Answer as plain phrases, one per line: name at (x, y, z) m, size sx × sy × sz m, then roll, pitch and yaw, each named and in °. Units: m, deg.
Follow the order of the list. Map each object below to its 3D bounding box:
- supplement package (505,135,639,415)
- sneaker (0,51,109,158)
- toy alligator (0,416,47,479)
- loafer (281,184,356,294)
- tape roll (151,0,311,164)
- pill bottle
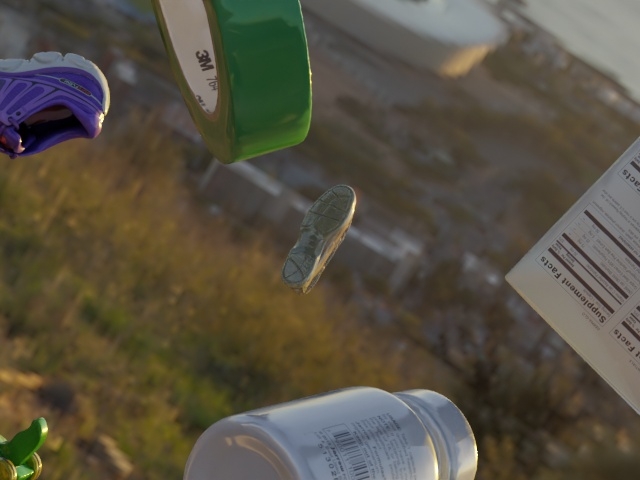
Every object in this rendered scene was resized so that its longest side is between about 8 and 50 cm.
supplement package at (0.341, 0.014, 1.691) m, size 0.198 × 0.263 × 0.199 m, roll 46°, pitch 10°, yaw 19°
sneaker at (-0.234, -0.090, 1.343) m, size 0.170 × 0.068 × 0.071 m, roll -8°, pitch 48°, yaw 2°
toy alligator at (-0.272, 0.218, 1.522) m, size 0.051 × 0.190 × 0.056 m, roll 26°, pitch 12°, yaw 15°
loafer at (0.000, 0.000, 2.015) m, size 0.045 × 0.125 × 0.039 m, roll 24°, pitch -14°, yaw 27°
tape roll at (-0.096, -0.233, 1.754) m, size 0.077 × 0.321 × 0.321 m, roll -17°, pitch 36°, yaw -12°
pill bottle at (0.015, 0.181, 1.461) m, size 0.131 × 0.131 × 0.229 m, roll 42°, pitch 29°, yaw 27°
